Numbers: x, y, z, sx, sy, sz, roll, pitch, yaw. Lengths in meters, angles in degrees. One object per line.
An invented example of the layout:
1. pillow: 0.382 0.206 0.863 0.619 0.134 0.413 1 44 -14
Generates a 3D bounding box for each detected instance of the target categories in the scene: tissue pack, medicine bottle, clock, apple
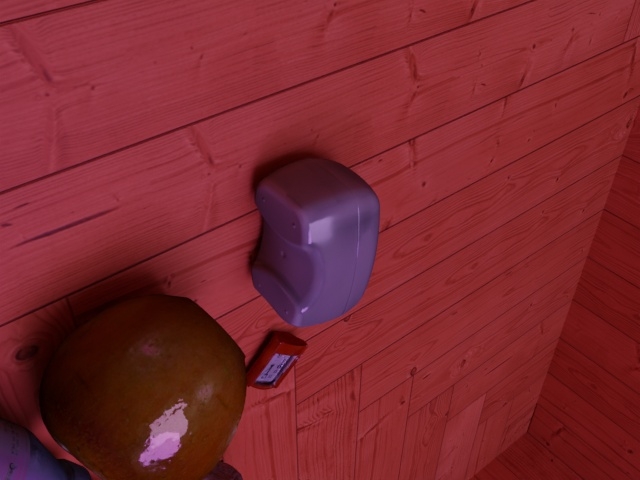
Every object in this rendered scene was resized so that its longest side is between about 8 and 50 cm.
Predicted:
1. tissue pack: 0.000 0.000 1.431 0.236 0.229 0.332 -20 134 -32
2. medicine bottle: -0.563 0.425 1.147 0.245 0.245 0.290 -50 129 -1
3. clock: -0.119 0.302 1.711 0.113 0.061 0.155 19 110 -52
4. apple: -0.315 0.280 1.266 0.374 0.374 0.384 -35 158 -20

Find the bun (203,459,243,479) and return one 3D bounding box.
1. bun: -0.309 0.662 1.706 0.282 0.204 0.281 -17 135 -18
